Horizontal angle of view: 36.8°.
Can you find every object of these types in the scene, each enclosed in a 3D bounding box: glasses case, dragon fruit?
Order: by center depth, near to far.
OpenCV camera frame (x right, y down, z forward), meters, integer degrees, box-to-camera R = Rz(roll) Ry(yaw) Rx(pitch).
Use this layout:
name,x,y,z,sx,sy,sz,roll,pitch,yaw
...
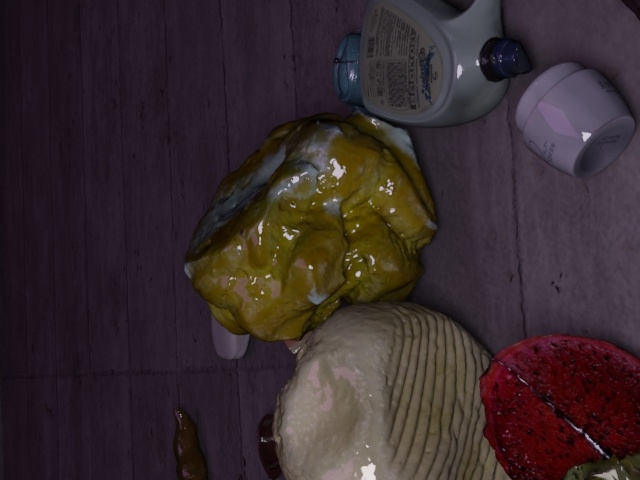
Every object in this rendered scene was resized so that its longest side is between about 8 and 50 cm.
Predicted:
name,x,y,z,sx,sy,sz,roll,pitch,yaw
dragon fruit,0.300,0.214,1.046,0.189,0.163,0.261,-44,70,-6
glasses case,-0.163,0.104,1.789,0.092,0.059,0.233,10,96,57

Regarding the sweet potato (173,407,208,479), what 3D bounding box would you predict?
name,x,y,z,sx,sy,sz,roll,pitch,yaw
sweet potato,-0.253,0.466,1.907,0.067,0.067,0.274,-35,63,49

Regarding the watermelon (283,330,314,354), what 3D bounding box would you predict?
name,x,y,z,sx,sy,sz,roll,pitch,yaw
watermelon,-0.057,0.107,1.609,0.135,0.094,0.125,-61,35,28

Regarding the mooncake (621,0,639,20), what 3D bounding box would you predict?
name,x,y,z,sx,sy,sz,roll,pitch,yaw
mooncake,0.395,-0.332,0.934,0.283,0.141,0.283,4,94,56

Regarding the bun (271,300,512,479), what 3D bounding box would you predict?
name,x,y,z,sx,sy,sz,roll,pitch,yaw
bun,0.088,0.260,1.207,0.227,0.352,0.349,-30,26,40

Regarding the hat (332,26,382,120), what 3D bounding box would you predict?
name,x,y,z,sx,sy,sz,roll,pitch,yaw
hat,0.057,-0.257,1.457,0.138,0.078,0.191,-156,72,-73

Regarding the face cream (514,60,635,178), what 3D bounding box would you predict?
name,x,y,z,sx,sy,sz,roll,pitch,yaw
face cream,0.289,-0.137,1.097,0.104,0.117,0.117,54,131,32

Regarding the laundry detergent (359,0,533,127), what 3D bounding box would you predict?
name,x,y,z,sx,sy,sz,roll,pitch,yaw
laundry detergent,0.170,-0.258,1.280,0.280,0.105,0.215,9,98,57

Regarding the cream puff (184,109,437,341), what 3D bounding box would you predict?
name,x,y,z,sx,sy,sz,roll,pitch,yaw
cream puff,0.000,0.000,1.367,0.378,0.275,0.378,-40,23,20

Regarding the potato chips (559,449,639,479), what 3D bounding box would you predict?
name,x,y,z,sx,sy,sz,roll,pitch,yaw
potato chips,0.387,0.375,0.898,0.429,0.070,0.358,49,123,18

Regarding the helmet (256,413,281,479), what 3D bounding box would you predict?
name,x,y,z,sx,sy,sz,roll,pitch,yaw
helmet,-0.061,0.349,1.635,0.089,0.057,0.111,-54,43,35
